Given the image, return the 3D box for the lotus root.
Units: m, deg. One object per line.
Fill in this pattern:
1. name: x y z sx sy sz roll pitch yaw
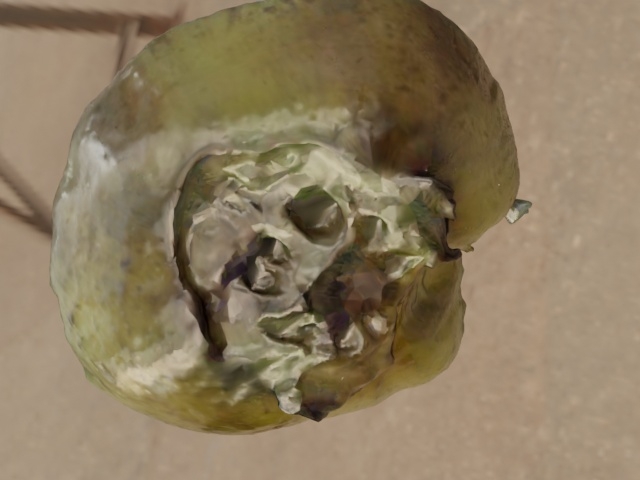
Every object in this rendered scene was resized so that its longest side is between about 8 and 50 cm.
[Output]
1. lotus root: -0.004 0.001 0.656 0.078 0.203 0.183 -128 22 -64
